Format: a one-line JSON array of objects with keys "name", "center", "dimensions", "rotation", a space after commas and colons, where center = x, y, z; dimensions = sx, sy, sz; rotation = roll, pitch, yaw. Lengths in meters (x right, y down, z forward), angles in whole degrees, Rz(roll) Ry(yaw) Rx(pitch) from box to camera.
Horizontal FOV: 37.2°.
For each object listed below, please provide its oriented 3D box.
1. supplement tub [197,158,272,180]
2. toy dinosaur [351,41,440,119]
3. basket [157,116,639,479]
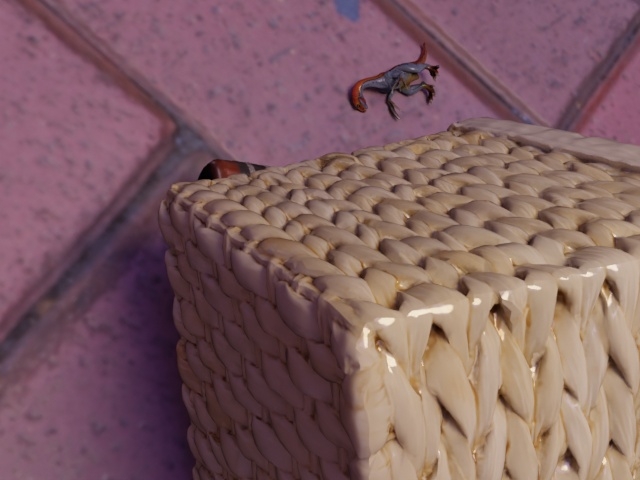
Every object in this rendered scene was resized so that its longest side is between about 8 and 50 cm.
[{"name": "supplement tub", "center": [0.000, 0.000, 0.745], "dimensions": [0.198, 0.106, 0.106], "rotation": [7, 71, -21]}, {"name": "toy dinosaur", "center": [0.065, -0.141, 0.865], "dimensions": [0.082, 0.047, 0.090], "rotation": [1, 40, -13]}, {"name": "basket", "center": [0.085, 0.119, 0.565], "dimensions": [0.266, 0.331, 0.328], "rotation": [-12, 108, -22]}]
